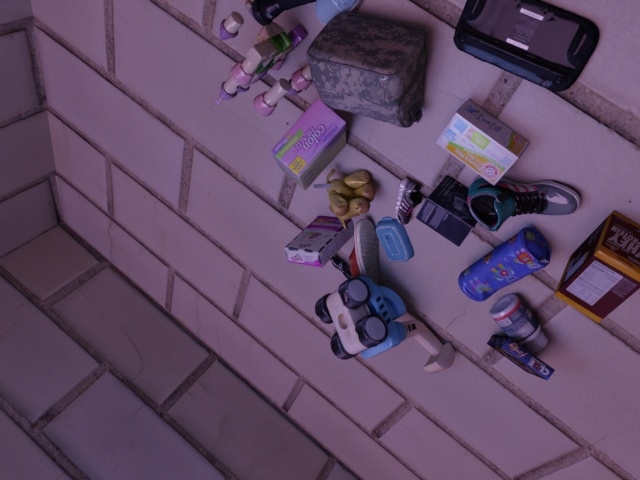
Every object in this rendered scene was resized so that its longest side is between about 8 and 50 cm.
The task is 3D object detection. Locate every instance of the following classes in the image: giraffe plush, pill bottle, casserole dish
[{"bbox_3d":[0.091,-0.131,1.735,0.210,0.182,0.171,13,152,19],"label":"giraffe plush"},{"bbox_3d":[0.645,0.273,1.614,0.180,0.108,0.108,49,140,-4],"label":"pill bottle"},{"bbox_3d":[0.261,0.005,1.779,0.114,0.037,0.189,-6,117,43],"label":"casserole dish"}]

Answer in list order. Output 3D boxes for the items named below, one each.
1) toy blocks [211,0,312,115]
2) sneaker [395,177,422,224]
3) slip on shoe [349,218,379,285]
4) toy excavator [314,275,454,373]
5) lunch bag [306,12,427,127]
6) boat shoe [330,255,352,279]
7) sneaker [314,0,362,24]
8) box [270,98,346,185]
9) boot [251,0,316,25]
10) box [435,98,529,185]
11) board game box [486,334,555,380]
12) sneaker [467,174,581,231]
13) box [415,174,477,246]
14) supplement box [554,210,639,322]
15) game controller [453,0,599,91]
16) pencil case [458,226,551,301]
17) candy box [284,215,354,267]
[{"bbox_3d":[-0.199,-0.545,1.525,0.260,0.289,0.309,-28,105,46],"label":"toy blocks"},{"bbox_3d":[0.292,-0.119,1.627,0.074,0.063,0.171,24,131,32],"label":"sneaker"},{"bbox_3d":[0.151,0.058,1.861,0.101,0.123,0.332,22,139,31],"label":"slip on shoe"},{"bbox_3d":[0.266,0.319,1.844,0.222,0.444,0.433,-43,65,49],"label":"toy excavator"},{"bbox_3d":[0.134,-0.450,1.380,0.304,0.213,0.256,23,156,25],"label":"lunch bag"},{"bbox_3d":[0.087,0.106,2.003,0.125,0.046,0.038,50,140,-9],"label":"boat shoe"},{"bbox_3d":[0.067,-0.696,1.278,0.135,0.150,0.366,47,140,0],"label":"sneaker"},{"bbox_3d":[-0.030,-0.292,1.567,0.117,0.214,0.243,41,179,5],"label":"box"},{"bbox_3d":[-0.080,-0.723,1.360,0.207,0.247,0.094,-8,157,36],"label":"boot"},{"bbox_3d":[0.438,-0.266,1.350,0.203,0.103,0.114,38,139,9],"label":"box"},{"bbox_3d":[0.651,0.380,1.639,0.165,0.042,0.243,36,177,12],"label":"board game box"},{"bbox_3d":[0.531,-0.095,1.352,0.295,0.178,0.124,13,130,32],"label":"sneaker"},{"bbox_3d":[0.397,-0.091,1.490,0.158,0.156,0.093,36,138,12],"label":"box"},{"bbox_3d":[0.743,0.067,1.295,0.129,0.191,0.194,34,139,14],"label":"supplement box"},{"bbox_3d":[0.478,-0.484,1.183,0.319,0.067,0.167,32,123,16],"label":"game controller"},{"bbox_3d":[0.562,0.081,1.520,0.133,0.119,0.306,36,140,-5],"label":"pencil case"},{"bbox_3d":[0.000,0.000,1.845,0.159,0.233,0.071,7,126,37],"label":"candy box"}]
